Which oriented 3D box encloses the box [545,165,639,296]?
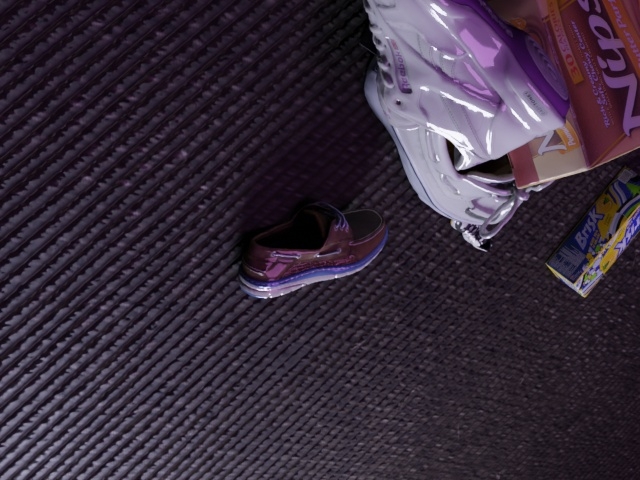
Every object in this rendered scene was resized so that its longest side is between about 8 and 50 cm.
[{"bbox_3d":[0.375,-0.012,2.107,0.169,0.054,0.059,-50,149,0],"label":"box"}]

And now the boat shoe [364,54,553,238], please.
[{"bbox_3d":[0.178,-0.086,1.666,0.136,0.156,0.367,-47,149,-5],"label":"boat shoe"}]

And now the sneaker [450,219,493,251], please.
[{"bbox_3d":[0.180,-0.013,1.867,0.032,0.037,0.083,-50,148,2],"label":"sneaker"}]

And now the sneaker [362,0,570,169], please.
[{"bbox_3d":[0.084,-0.176,1.411,0.152,0.114,0.305,-33,116,26],"label":"sneaker"}]

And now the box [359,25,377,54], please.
[{"bbox_3d":[0.083,-0.204,1.504,0.018,0.067,0.083,5,120,-56],"label":"box"}]

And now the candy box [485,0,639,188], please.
[{"bbox_3d":[0.275,-0.176,1.625,0.087,0.183,0.316,-16,-177,35],"label":"candy box"}]

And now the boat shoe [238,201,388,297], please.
[{"bbox_3d":[0.000,0.000,1.615,0.183,0.066,0.066,-26,140,-36],"label":"boat shoe"}]
